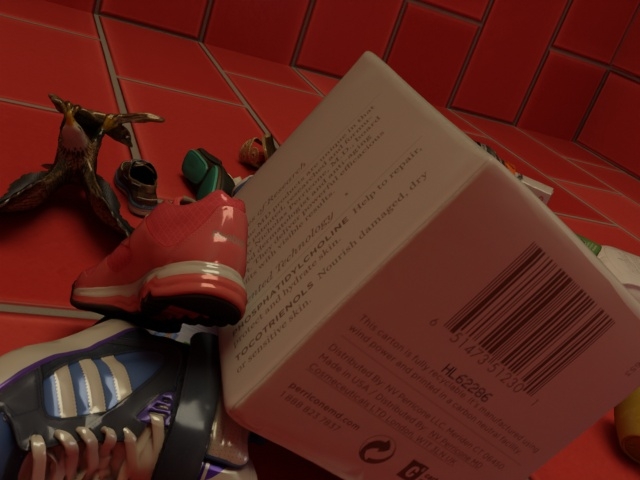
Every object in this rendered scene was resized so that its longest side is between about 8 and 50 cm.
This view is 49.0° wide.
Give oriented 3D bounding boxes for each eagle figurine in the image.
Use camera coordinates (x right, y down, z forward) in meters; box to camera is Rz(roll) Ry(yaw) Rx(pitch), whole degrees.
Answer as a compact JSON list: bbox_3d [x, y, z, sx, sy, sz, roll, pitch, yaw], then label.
[{"bbox_3d":[-0.391,-0.104,1.116,0.226,0.225,0.298,-15,54,16],"label":"eagle figurine"}]

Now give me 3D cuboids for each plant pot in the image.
[{"bbox_3d":[0.488,0.274,1.027,0.134,0.134,0.095,28,52,19],"label":"plant pot"}]

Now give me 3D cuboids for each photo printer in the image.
[{"bbox_3d":[0.742,0.121,1.586,0.307,0.107,0.256,20,22,1],"label":"photo printer"}]

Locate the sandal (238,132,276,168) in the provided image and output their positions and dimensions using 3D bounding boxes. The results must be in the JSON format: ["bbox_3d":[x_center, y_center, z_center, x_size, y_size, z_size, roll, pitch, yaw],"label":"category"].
[{"bbox_3d":[-0.152,-0.201,1.652,0.079,0.088,0.240,-13,16,3],"label":"sandal"}]

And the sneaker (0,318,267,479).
[{"bbox_3d":[-0.175,0.191,0.631,0.236,0.130,0.323,26,22,15],"label":"sneaker"}]

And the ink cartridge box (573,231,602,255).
[{"bbox_3d":[0.360,0.015,1.322,0.278,0.117,0.201,30,25,20],"label":"ink cartridge box"}]

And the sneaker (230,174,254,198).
[{"bbox_3d":[-0.001,0.000,1.252,0.315,0.127,0.182,11,34,-24],"label":"sneaker"}]

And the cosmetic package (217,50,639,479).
[{"bbox_3d":[0.101,0.044,0.819,0.329,0.327,0.393,38,14,-26],"label":"cosmetic package"}]

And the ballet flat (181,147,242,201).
[{"bbox_3d":[-0.196,-0.106,1.351,0.096,0.095,0.280,22,19,-27],"label":"ballet flat"}]

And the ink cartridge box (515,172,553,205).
[{"bbox_3d":[0.497,-0.108,1.861,0.191,0.139,0.082,27,22,15],"label":"ink cartridge box"}]

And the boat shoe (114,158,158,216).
[{"bbox_3d":[-0.326,-0.111,1.277,0.066,0.066,0.183,5,27,-33],"label":"boat shoe"}]

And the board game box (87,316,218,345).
[{"bbox_3d":[-0.187,0.122,0.898,0.160,0.039,0.211,22,24,7],"label":"board game box"}]

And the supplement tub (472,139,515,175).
[{"bbox_3d":[0.292,-0.169,1.743,0.338,0.207,0.207,19,22,-1],"label":"supplement tub"}]

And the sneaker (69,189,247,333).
[{"bbox_3d":[-0.168,0.023,0.771,0.116,0.136,0.314,25,-22,-35],"label":"sneaker"}]
